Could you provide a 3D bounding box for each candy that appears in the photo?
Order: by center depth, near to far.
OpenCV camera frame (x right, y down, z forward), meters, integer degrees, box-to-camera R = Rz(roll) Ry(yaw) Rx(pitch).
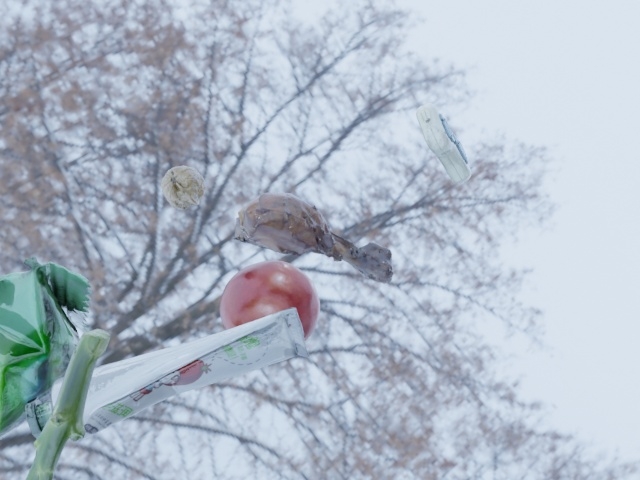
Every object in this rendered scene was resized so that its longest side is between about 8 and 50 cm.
[{"bbox_3d":[-0.457,0.220,1.245,0.172,0.398,0.263,27,-19,1],"label":"candy"}]

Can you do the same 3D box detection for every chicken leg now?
[{"bbox_3d":[0.000,0.000,1.456,0.304,0.093,0.113,23,-17,-37],"label":"chicken leg"}]

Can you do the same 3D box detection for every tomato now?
[{"bbox_3d":[-0.097,0.131,1.761,0.195,0.136,0.195,7,-50,8],"label":"tomato"}]

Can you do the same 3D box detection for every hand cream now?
[{"bbox_3d":[-0.177,0.158,1.098,0.121,0.336,0.076,72,-1,-61],"label":"hand cream"}]

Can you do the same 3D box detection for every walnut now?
[{"bbox_3d":[-0.253,-0.097,1.736,0.082,0.079,0.096,52,0,21],"label":"walnut"}]

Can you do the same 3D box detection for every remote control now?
[{"bbox_3d":[0.166,-0.129,1.246,0.122,0.032,0.074,42,27,-52],"label":"remote control"}]

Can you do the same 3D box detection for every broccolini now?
[{"bbox_3d":[-0.218,0.173,0.744,0.067,0.058,0.216,24,-83,22],"label":"broccolini"}]
